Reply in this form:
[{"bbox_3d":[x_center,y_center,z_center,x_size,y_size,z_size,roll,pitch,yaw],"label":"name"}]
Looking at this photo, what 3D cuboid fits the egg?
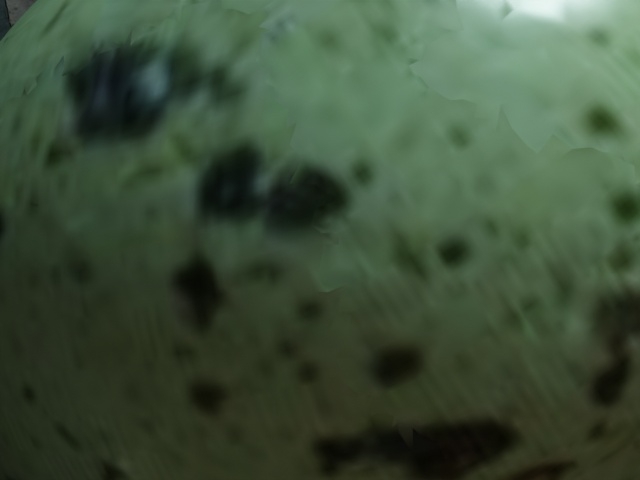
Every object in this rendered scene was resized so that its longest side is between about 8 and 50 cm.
[{"bbox_3d":[0.000,0.000,0.459,0.379,0.288,0.287,-17,-6,19],"label":"egg"}]
